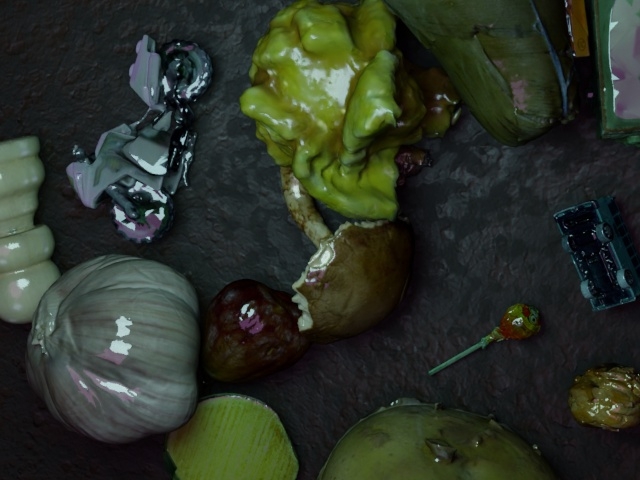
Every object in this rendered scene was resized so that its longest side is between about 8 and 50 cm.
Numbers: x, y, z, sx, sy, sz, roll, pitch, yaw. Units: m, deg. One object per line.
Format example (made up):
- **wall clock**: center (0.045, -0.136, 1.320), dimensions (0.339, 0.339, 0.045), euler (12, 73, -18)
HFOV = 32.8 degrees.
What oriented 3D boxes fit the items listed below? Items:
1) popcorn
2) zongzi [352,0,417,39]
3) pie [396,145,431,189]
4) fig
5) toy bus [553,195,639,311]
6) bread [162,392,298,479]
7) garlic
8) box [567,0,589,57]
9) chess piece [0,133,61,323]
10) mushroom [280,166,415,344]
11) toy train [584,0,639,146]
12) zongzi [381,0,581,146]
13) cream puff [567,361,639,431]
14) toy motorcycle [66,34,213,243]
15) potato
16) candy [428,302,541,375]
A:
- **popcorn**: center (0.027, -0.182, 1.535), dimensions (0.290, 0.321, 0.326), euler (-4, 106, 24)
- **zongzi**: center (0.163, -0.308, 1.625), dimensions (0.205, 0.094, 0.204), euler (-19, 89, 12)
- **pie**: center (0.087, -0.132, 1.693), dimensions (0.170, 0.034, 0.092), euler (21, 96, 6)
- **fig**: center (-0.130, 0.171, 1.722), dimensions (0.274, 0.170, 0.146), euler (-49, 42, 33)
- **toy bus**: center (0.420, 0.014, 1.620), dimensions (0.079, 0.092, 0.160), euler (-22, 93, 40)
- **bread**: center (-0.144, 0.346, 1.768), dimensions (0.228, 0.033, 0.228), euler (2, 110, 5)
- **garlic**: center (-0.316, 0.161, 1.664), dimensions (0.259, 0.317, 0.317), euler (22, 102, -32)
- **box**: center (0.309, -0.390, 1.577), dimensions (0.152, 0.043, 0.269), euler (0, 100, 55)
- **chess piece**: center (-0.504, -0.010, 1.756), dimensions (0.167, 0.167, 0.300), euler (-11, 98, 11)
- **mushroom**: center (0.033, 0.010, 1.679), dimensions (0.208, 0.302, 0.233), euler (10, 127, -19)
- **toy train**: center (0.441, -0.295, 1.550), dimensions (0.129, 0.159, 0.326), euler (-4, 95, 8)
- **zongzi**: center (0.166, -0.286, 1.436), dimensions (0.393, 0.174, 0.356), euler (-13, 92, -31)
- **cream puff**: center (0.439, 0.236, 1.636), dimensions (0.133, 0.119, 0.104), euler (-3, 77, -16)
- **toy motorcycle**: center (-0.289, -0.166, 1.705), dimensions (0.188, 0.143, 0.327), euler (15, 92, 8)
- **potato**: center (0.196, 0.463, 1.582), dimensions (0.442, 0.319, 0.385), euler (27, 95, -4)
- **candy**: center (0.253, 0.161, 1.694), dimensions (0.201, 0.060, 0.060), euler (-32, 90, 19)
